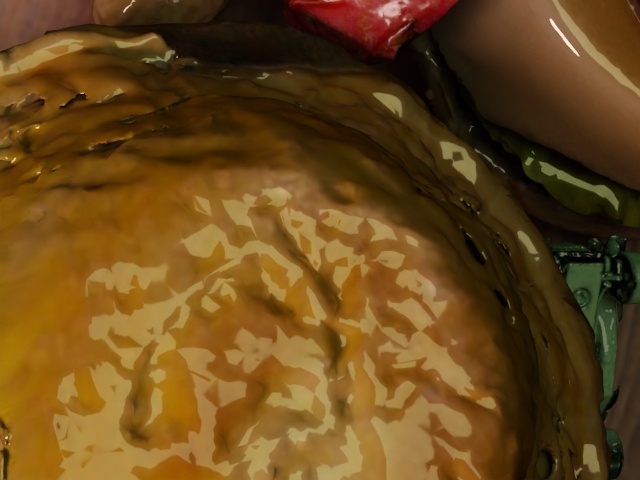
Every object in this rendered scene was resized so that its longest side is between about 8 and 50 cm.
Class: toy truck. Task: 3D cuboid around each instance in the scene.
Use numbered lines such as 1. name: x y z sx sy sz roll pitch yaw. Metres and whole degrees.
1. toy truck: 0.136 0.070 1.164 0.080 0.078 0.154 0 107 -16

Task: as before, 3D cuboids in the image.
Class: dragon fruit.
1. dragon fruit: 0.017 -0.176 1.072 0.111 0.153 0.153 38 64 -25

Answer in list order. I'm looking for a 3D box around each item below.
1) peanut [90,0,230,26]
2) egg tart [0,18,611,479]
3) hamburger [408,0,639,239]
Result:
1. peanut: -0.063 -0.176 1.133 0.089 0.089 0.193 41 64 -9
2. egg tart: -0.049 0.081 0.930 0.443 0.178 0.443 6 70 -17
3. hamburger: 0.187 -0.146 1.194 0.302 0.170 0.302 8 69 -22
